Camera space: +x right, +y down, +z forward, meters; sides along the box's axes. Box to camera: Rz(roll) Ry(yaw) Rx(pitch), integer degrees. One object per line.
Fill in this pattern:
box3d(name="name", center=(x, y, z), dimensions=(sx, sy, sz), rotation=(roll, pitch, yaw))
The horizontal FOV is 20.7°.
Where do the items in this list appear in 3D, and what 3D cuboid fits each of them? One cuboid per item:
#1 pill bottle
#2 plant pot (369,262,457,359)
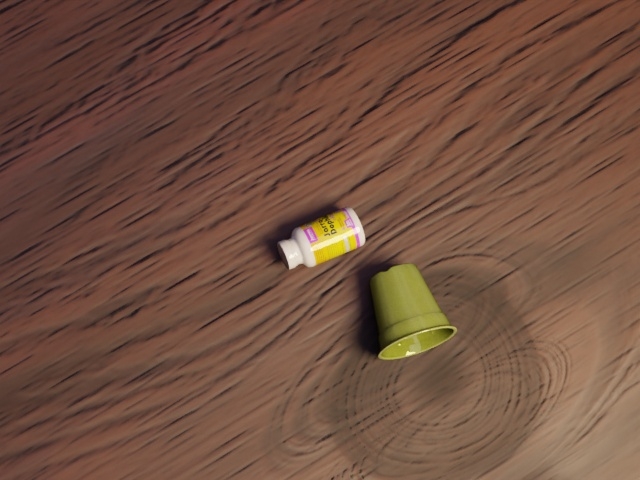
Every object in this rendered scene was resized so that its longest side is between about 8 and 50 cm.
box3d(name="pill bottle", center=(0.000, 0.000, 1.765), dimensions=(0.083, 0.043, 0.043), rotation=(-23, 86, -11))
box3d(name="plant pot", center=(0.085, 0.068, 1.757), dimensions=(0.083, 0.083, 0.079), rotation=(-15, 73, -10))
